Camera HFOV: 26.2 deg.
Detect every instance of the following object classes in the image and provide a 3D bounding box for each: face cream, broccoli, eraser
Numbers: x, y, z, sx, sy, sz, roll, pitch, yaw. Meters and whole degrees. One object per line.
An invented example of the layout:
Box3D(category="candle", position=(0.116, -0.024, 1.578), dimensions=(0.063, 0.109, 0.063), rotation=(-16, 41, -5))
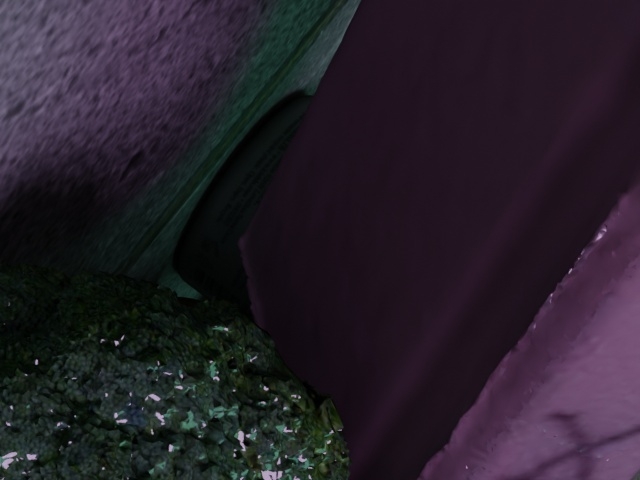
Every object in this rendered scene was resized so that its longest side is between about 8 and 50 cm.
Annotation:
Box3D(category="face cream", position=(0.000, 0.000, 1.034), dimensions=(0.177, 0.153, 0.177), rotation=(-51, 171, -11))
Box3D(category="broccoli", position=(-0.123, 0.130, 0.653), dimensions=(0.270, 0.270, 0.270), rotation=(-54, -158, -3))
Box3D(category="eraser", position=(0.090, -0.019, 0.669), dimensions=(0.359, 0.122, 0.272), rotation=(-61, -148, 38))

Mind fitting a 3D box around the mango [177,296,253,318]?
Box3D(category="mango", position=(-0.029, 0.156, 0.870), dimensions=(0.252, 0.365, 0.182), rotation=(3, 124, -41))
